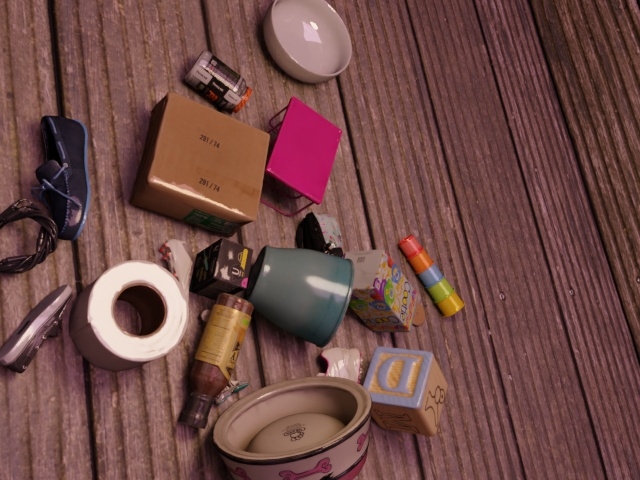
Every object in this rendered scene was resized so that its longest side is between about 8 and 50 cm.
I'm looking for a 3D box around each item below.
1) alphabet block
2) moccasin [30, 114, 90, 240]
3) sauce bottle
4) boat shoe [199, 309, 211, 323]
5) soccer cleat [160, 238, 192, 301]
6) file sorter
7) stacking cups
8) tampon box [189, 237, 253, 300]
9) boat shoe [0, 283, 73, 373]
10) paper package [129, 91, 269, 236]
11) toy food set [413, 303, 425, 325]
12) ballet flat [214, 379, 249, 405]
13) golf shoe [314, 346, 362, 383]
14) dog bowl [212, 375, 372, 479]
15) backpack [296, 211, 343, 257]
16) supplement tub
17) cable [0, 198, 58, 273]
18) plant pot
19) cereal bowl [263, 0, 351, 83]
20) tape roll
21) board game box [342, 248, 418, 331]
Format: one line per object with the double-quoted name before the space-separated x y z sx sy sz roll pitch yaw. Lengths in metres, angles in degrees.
"alphabet block" 0.258 0.457 1.892 0.197 0.193 0.192 60 43 -42
"moccasin" -0.656 -0.156 1.545 0.117 0.138 0.342 17 49 -46
"sauce bottle" -0.277 0.314 1.629 0.111 0.111 0.344 26 73 -26
"boat shoe" -0.280 0.232 1.723 0.125 0.038 0.046 31 72 -22
"soccer cleat" -0.377 0.087 1.691 0.076 0.068 0.196 -4 72 -41
"file sorter" -0.092 -0.254 1.958 0.202 0.182 0.290 31 58 -25
"stacking cups" 0.388 0.127 2.236 0.316 0.096 0.096 52 51 -3
"tampon box" -0.272 0.083 1.706 0.101 0.161 0.120 23 61 -28
"boat shoe" -0.643 0.206 1.443 0.076 0.080 0.228 54 45 -30
"paper package" -0.337 -0.207 1.761 0.325 0.168 0.309 20 64 -27
"toy food set" 0.334 0.258 2.181 0.083 0.020 0.083 22 61 -28
"ballet flat" -0.245 0.401 1.684 0.114 0.041 0.041 -27 90 -41
"golf shoe" 0.041 0.465 1.845 0.140 0.115 0.306 11 67 -5
"dog bowl" -0.058 0.500 1.571 0.408 0.408 0.150 -21 106 -40
"backpack" 0.000 0.000 1.967 0.115 0.152 0.182 8 55 -40
"supplement tub" -0.313 -0.488 1.927 0.190 0.117 0.117 35 55 -20
"cable" -0.708 0.003 1.453 0.150 0.047 0.184 45 78 -3
"plant pot" -0.074 0.140 1.784 0.255 0.271 0.271 20 61 -13
"cereal bowl" -0.061 -0.695 2.180 0.339 0.141 0.338 14 65 -32
"tape roll" -0.467 0.186 1.517 0.246 0.169 0.246 14 65 -32
"board game box" 0.182 0.165 1.964 0.275 0.144 0.142 49 47 -41
